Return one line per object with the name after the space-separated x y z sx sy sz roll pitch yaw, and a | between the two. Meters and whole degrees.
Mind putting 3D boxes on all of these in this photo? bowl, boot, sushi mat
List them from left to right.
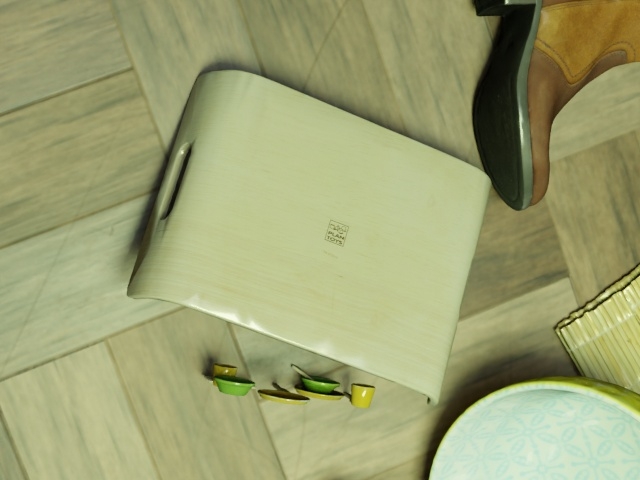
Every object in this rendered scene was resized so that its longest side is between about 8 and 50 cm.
0.260 0.252 1.288 0.156 0.289 0.289 -19 102 -55 | bowl
0.286 -0.168 1.325 0.280 0.096 0.264 -5 89 -20 | boot
0.371 0.174 1.393 0.151 0.019 0.316 -34 102 -10 | sushi mat

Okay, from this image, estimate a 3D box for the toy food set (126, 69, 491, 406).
0.000 0.000 1.256 0.306 0.092 0.219 21 73 -16 | toy food set

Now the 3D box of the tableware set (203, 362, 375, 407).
-0.027 0.130 1.251 0.154 0.104 0.024 9 92 -15 | tableware set
